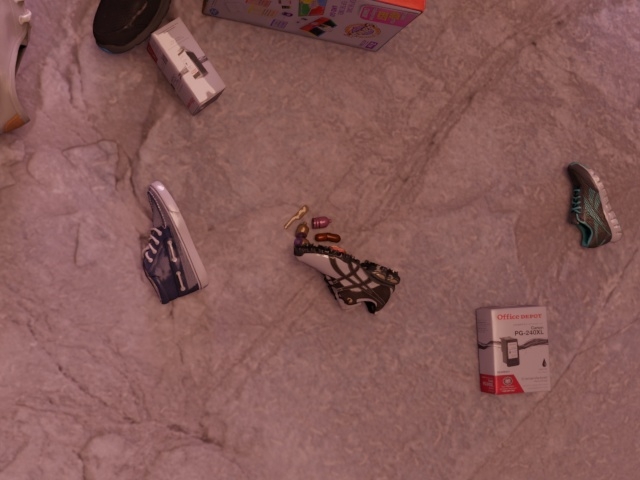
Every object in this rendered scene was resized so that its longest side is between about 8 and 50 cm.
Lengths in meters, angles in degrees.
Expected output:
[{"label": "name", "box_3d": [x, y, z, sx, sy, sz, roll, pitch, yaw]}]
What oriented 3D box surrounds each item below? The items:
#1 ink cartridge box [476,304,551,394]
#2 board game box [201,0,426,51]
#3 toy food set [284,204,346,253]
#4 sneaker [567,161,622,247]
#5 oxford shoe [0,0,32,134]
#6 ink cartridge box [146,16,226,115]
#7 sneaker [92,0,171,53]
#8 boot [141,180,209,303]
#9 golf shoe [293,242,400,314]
[{"label": "ink cartridge box", "box_3d": [0.338, 0.189, 1.677, 0.109, 0.063, 0.151, -2, 87, -14]}, {"label": "board game box", "box_3d": [-0.017, -0.394, 1.537, 0.316, 0.242, 0.064, 10, 84, -14]}, {"label": "toy food set", "box_3d": [0.000, 0.000, 1.627, 0.122, 0.019, 0.078, 46, 77, -7]}, {"label": "sneaker", "box_3d": [0.480, -0.060, 1.732, 0.076, 0.065, 0.166, -26, 91, -10]}, {"label": "oxford shoe", "box_3d": [-0.507, -0.369, 1.455, 0.130, 0.169, 0.449, -3, 93, -16]}, {"label": "ink cartridge box", "box_3d": [-0.218, -0.279, 1.551, 0.056, 0.099, 0.135, -36, 96, -15]}, {"label": "sneaker", "box_3d": [-0.285, -0.460, 1.493, 0.125, 0.139, 0.341, 29, 95, 33]}, {"label": "boot", "box_3d": [-0.254, 0.005, 1.537, 0.086, 0.069, 0.190, -26, 94, -17]}, {"label": "golf shoe", "box_3d": [0.037, 0.066, 1.596, 0.198, 0.077, 0.094, 21, 91, -21]}]
